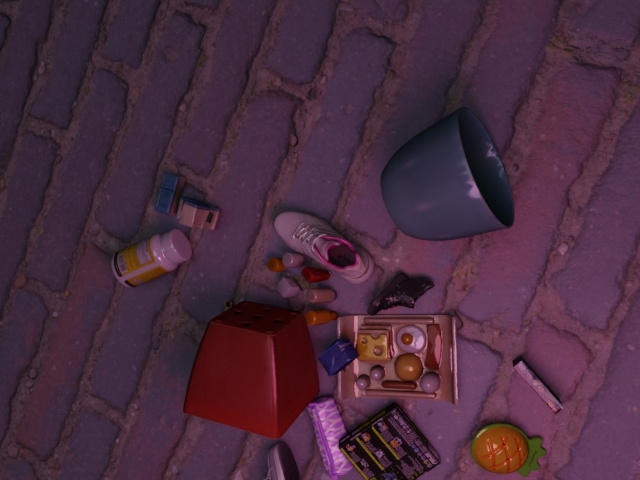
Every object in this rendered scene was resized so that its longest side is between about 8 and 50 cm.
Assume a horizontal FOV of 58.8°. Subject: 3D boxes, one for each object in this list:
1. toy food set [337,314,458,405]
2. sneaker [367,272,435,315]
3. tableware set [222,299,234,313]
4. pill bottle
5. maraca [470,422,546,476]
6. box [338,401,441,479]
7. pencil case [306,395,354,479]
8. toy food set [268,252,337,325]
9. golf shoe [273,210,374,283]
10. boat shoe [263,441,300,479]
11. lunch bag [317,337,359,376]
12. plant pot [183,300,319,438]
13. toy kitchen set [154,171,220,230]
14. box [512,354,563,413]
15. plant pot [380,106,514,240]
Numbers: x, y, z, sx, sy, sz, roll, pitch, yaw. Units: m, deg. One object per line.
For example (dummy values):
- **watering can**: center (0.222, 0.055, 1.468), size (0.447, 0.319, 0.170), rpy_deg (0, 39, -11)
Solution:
- **toy food set**: center (0.192, 0.302, 1.444), size (0.306, 0.092, 0.219), rpy_deg (-2, 87, 18)
- **sneaker**: center (0.206, 0.148, 1.459), size (0.089, 0.051, 0.170), rpy_deg (41, 81, 20)
- **tableware set**: center (-0.215, 0.228, 1.613), size (0.154, 0.024, 0.104), rpy_deg (38, 98, 16)
- **pill bottle**: center (-0.490, 0.050, 1.657), size (0.208, 0.119, 0.119), rpy_deg (-22, 81, 15)
- **maraca**: center (0.448, 0.501, 1.357), size (0.186, 0.099, 0.127), rpy_deg (18, 102, -8)
- **box**: center (0.173, 0.533, 1.434), size (0.184, 0.045, 0.190), rpy_deg (-38, 97, 12)
- **pencil case**: center (0.025, 0.510, 1.491), size (0.086, 0.088, 0.206), rpy_deg (-23, 82, 18)
- **toy food set**: center (-0.035, 0.117, 1.541), size (0.232, 0.104, 0.111), rpy_deg (48, 116, 32)
- **golf shoe**: center (0.000, 0.000, 1.491), size (0.306, 0.140, 0.115), rpy_deg (29, 87, 17)
- **boat shoe**: center (-0.110, 0.701, 1.512), size (0.103, 0.118, 0.320), rpy_deg (-8, 92, 13)
- **lunch bag**: center (0.046, 0.289, 1.440), size (0.098, 0.067, 0.065), rpy_deg (-43, 71, 19)
- **plant pot**: center (-0.162, 0.299, 1.435), size (0.267, 0.267, 0.235), rpy_deg (9, 104, 20)
- **toy kitchen set**: center (-0.395, -0.118, 1.610), size (0.207, 0.166, 0.122), rpy_deg (18, 93, 17)
- **box**: center (0.511, 0.338, 1.342), size (0.027, 0.094, 0.137), rpy_deg (-43, 76, 11)
- **plant pot**: center (0.287, -0.129, 1.345), size (0.235, 0.293, 0.293), rpy_deg (-22, 81, 31)
